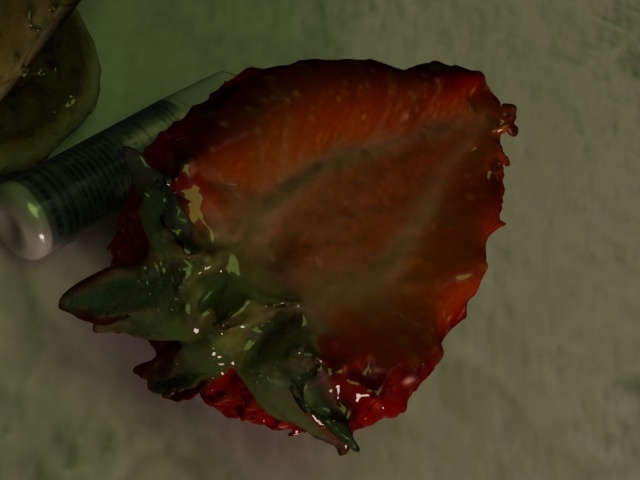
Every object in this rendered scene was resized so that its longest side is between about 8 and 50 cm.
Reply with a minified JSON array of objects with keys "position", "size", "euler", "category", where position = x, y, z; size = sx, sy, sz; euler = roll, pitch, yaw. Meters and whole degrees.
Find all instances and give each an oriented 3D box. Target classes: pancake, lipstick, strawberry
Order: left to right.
[{"position":[-0.175,-0.094,0.797],"size":[0.151,0.025,0.152],"euler":[12,56,-19],"category":"pancake"},{"position":[-0.091,-0.036,0.804],"size":[0.141,0.040,0.040],"euler":[-31,83,-35],"category":"lipstick"},{"position":[-0.009,-0.013,0.801],"size":[0.174,0.098,0.228],"euler":[38,52,-10],"category":"strawberry"}]

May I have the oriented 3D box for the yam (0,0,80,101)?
[{"position":[-0.134,-0.139,0.788],"size":[0.071,0.067,0.317],"euler":[37,51,-12],"category":"yam"}]
